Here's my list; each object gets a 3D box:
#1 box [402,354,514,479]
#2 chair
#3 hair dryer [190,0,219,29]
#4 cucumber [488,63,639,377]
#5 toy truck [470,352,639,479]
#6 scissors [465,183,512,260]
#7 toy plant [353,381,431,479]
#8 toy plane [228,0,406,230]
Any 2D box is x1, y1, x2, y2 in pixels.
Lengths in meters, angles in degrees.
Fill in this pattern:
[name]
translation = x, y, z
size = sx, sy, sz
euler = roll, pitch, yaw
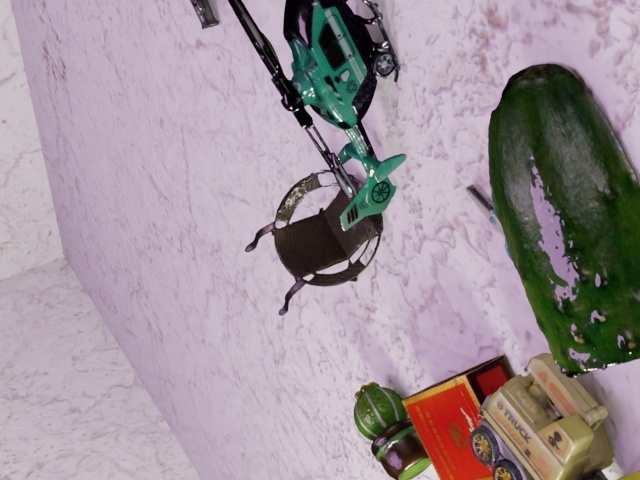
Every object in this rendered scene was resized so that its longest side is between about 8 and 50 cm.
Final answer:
[box]
translation = 0.211, 0.259, 1.468
size = 0.153, 0.074, 0.240
euler = 68, 159, 10
[chair]
translation = 0.000, 0.000, 1.610
size = 0.174, 0.149, 0.213
euler = 62, 153, 16
[hair dryer]
translation = -0.224, -0.500, 1.716
size = 0.301, 0.121, 0.361
euler = 49, 163, 51
[cucumber]
translation = 0.253, -0.021, 1.082
size = 0.145, 0.105, 0.325
euler = -8, 100, 67
[toy truck]
translation = 0.296, 0.261, 1.218
size = 0.272, 0.124, 0.157
euler = 56, 145, 34
[scissors]
translation = 0.213, -0.022, 1.273
size = 0.119, 0.014, 0.058
euler = 53, 152, 24
[toy plant]
translation = 0.111, 0.300, 1.697
size = 0.162, 0.093, 0.092
euler = 57, 155, 30
[toy plane]
translation = 0.022, -0.189, 1.379
size = 0.106, 0.155, 0.381
euler = 34, 157, 52
